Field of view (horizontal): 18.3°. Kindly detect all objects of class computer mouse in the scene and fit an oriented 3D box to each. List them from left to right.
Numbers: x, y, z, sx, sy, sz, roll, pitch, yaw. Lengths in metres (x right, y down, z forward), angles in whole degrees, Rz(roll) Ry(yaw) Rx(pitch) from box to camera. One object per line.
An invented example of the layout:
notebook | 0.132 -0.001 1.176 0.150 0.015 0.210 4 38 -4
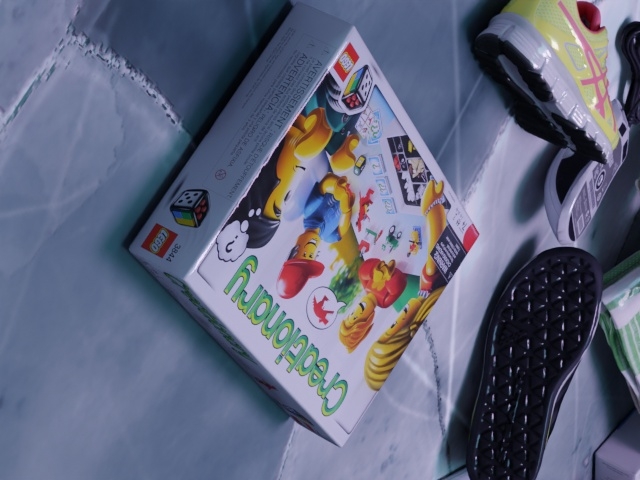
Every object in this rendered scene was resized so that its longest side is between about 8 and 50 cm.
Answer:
computer mouse | 0.228 -0.083 1.645 0.193 0.042 0.106 -56 155 -24

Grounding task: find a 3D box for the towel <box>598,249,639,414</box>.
towel | 0.396 0.085 1.901 0.248 0.038 0.325 -35 133 -5

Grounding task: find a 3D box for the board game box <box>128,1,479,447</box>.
board game box | 0.000 0.000 1.335 0.193 0.053 0.305 -57 150 -11

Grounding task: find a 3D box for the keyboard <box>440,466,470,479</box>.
keyboard | 0.091 0.318 1.773 0.072 0.014 0.256 -24 133 -55

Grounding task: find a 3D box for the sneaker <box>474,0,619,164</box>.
sneaker | 0.191 -0.131 1.508 0.094 0.081 0.208 -60 150 -11

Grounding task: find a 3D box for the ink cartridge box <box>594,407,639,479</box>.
ink cartridge box | 0.324 0.242 2.036 0.088 0.052 0.122 -43 145 -32

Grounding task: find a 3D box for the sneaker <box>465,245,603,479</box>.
sneaker | 0.176 0.108 1.700 0.097 0.084 0.234 -45 156 -75

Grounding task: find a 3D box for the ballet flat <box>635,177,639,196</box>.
ballet flat | 0.332 -0.073 1.726 0.106 0.107 0.316 14 82 -25
